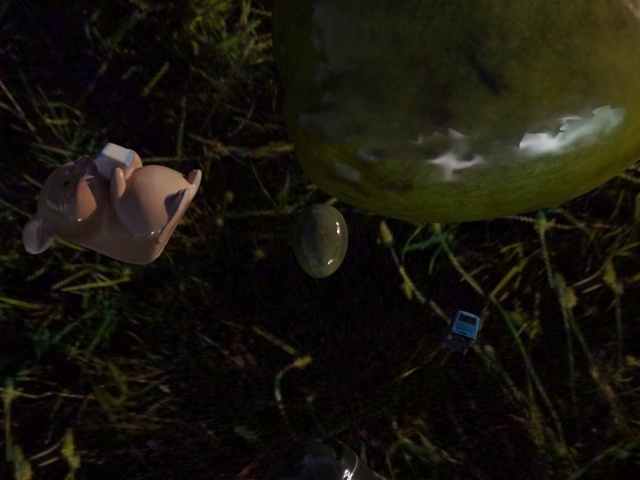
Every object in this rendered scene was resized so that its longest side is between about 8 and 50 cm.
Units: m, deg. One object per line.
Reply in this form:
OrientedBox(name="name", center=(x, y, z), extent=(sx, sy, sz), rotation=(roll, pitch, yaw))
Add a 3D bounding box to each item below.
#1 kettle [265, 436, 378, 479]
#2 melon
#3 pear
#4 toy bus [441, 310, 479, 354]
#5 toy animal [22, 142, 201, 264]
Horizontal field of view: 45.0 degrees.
OrientedBox(name="kettle", center=(-0.006, 0.405, 0.988), extent=(0.268, 0.207, 0.290), rotation=(-32, 117, -42))
OrientedBox(name="melon", center=(0.000, 0.000, 1.350), extent=(0.098, 0.098, 0.131), rotation=(-1, 91, 2))
OrientedBox(name="pear", center=(0.146, -0.192, 0.696), extent=(0.413, 0.352, 0.352), rotation=(-22, 78, -8))
OrientedBox(name="toy bus", center=(0.203, 0.134, 1.122), extent=(0.038, 0.083, 0.046), rotation=(18, 69, 6))
OrientedBox(name="toy animal", center=(-0.363, -0.063, 1.354), extent=(0.256, 0.213, 0.195), rotation=(23, 36, -1))
